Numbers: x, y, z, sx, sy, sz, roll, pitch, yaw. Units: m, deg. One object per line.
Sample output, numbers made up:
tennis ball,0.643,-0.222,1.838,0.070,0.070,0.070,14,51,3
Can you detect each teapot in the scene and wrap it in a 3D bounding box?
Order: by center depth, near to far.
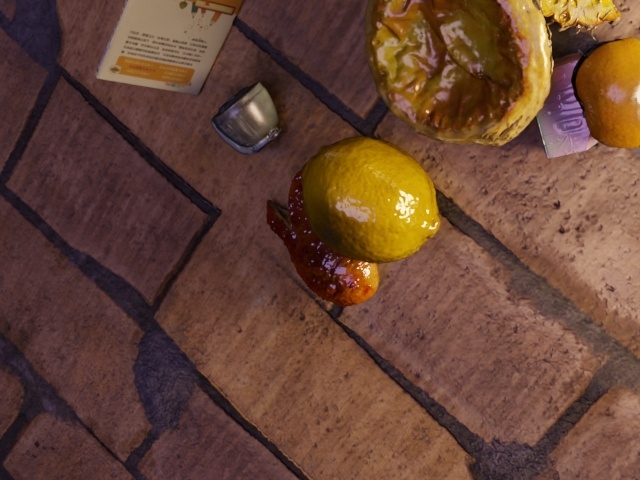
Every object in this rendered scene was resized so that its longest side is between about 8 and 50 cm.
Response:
teapot,-0.136,-0.203,2.035,0.149,0.111,0.108,-33,102,29

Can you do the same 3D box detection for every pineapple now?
pineapple,0.385,-0.366,1.698,0.137,0.069,0.116,19,110,15

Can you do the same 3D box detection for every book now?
book,-0.249,-0.388,1.991,0.295,0.208,0.020,-59,44,31

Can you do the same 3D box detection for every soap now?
soap,0.380,-0.210,1.752,0.100,0.056,0.149,-11,101,31

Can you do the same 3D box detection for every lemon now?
lemon,0.079,-0.066,1.894,0.260,0.204,0.204,29,119,19

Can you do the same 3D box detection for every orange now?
orange,0.449,-0.213,1.663,0.170,0.112,0.160,19,97,2

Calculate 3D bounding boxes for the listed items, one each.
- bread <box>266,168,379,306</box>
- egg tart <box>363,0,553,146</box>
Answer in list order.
bread,-0.003,0.008,2.035,0.269,0.095,0.139,50,117,12
egg tart,0.220,-0.304,1.756,0.341,0.132,0.341,19,122,34
